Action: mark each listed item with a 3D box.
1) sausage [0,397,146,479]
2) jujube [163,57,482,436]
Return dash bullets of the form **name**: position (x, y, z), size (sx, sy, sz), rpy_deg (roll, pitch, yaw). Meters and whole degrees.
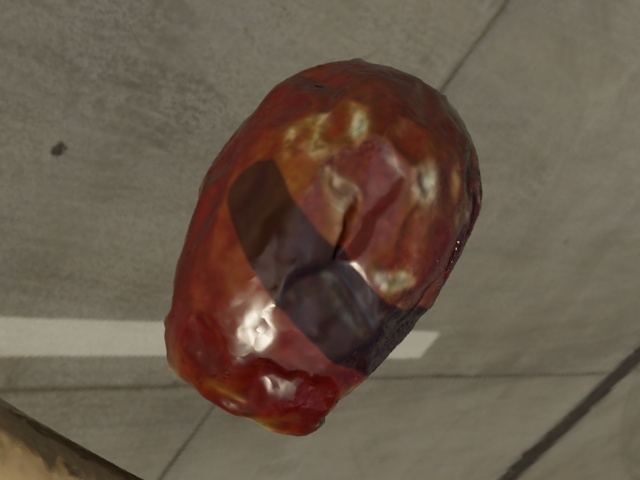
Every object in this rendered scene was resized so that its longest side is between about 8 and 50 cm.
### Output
- **sausage**: position (-0.091, 0.150, 0.433), size (0.301, 0.066, 0.066), rpy_deg (37, 107, -27)
- **jujube**: position (0.001, -0.001, 0.860), size (0.276, 0.276, 0.377), rpy_deg (38, 72, -56)
